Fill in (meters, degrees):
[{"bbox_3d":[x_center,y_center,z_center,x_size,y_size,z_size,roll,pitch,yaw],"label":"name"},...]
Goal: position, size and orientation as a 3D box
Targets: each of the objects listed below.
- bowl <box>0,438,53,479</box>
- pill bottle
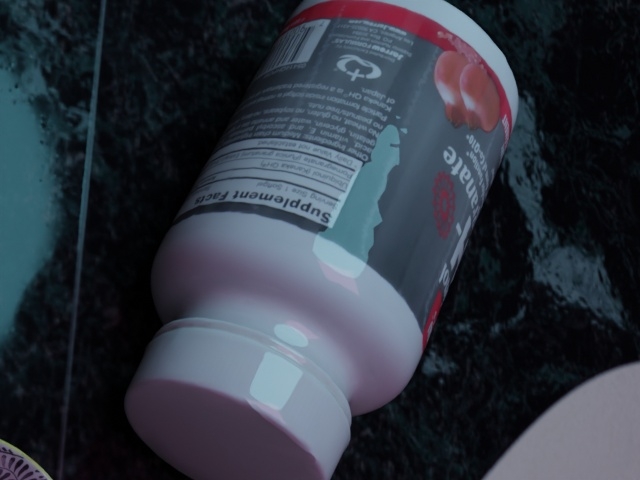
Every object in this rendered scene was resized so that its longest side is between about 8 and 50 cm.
[{"bbox_3d":[-0.211,0.185,0.763,0.170,0.080,0.170,13,70,-38],"label":"bowl"},{"bbox_3d":[0.000,0.000,0.937,0.176,0.176,0.318,42,54,-24],"label":"pill bottle"}]
